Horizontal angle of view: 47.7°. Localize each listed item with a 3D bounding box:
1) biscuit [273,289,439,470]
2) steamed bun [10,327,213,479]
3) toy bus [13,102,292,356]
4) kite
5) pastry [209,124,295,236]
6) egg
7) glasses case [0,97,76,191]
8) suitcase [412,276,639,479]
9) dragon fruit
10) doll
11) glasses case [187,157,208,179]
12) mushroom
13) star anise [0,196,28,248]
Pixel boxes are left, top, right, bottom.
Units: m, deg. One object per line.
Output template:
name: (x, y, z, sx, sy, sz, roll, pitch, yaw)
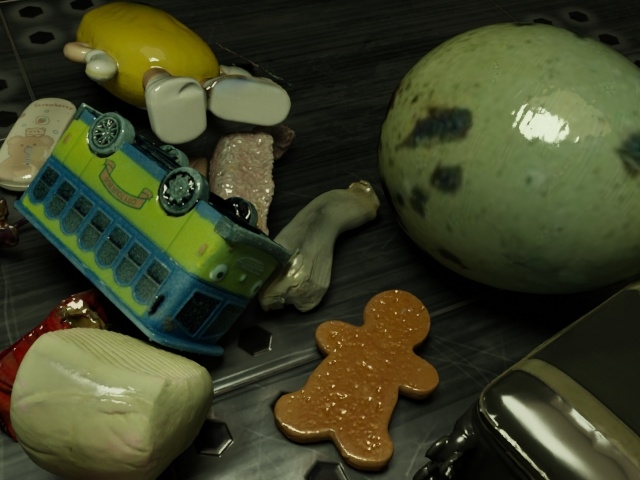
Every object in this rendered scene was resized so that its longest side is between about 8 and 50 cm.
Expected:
biscuit: (0.061, 0.161, 0.895, 0.166, 0.036, 0.250, 23, 52, 14)
steamed bun: (-0.209, 0.179, 0.731, 0.170, 0.239, 0.152, 18, 87, 6)
toy bus: (-0.209, -0.016, 0.898, 0.312, 0.152, 0.190, 36, 92, 28)
kite: (-0.121, -0.316, 1.300, 0.157, 0.011, 0.139, 26, 12, -16)
pastry: (-0.113, -0.088, 1.063, 0.112, 0.102, 0.265, 22, 39, -10)
egg: (0.270, -0.104, 0.943, 0.345, 0.345, 0.428, -28, 31, -29)
glasses case: (-0.437, -0.152, 1.119, 0.081, 0.051, 0.204, 5, 46, -1)
suitcase: (0.343, 0.206, 0.780, 0.434, 0.194, 0.283, -25, 55, -29)
dragon fruit: (-0.319, 0.141, 0.861, 0.092, 0.122, 0.192, 51, 46, -13)
doll: (-0.228, -0.270, 1.156, 0.348, 0.161, 0.423, 14, 21, -12)
glasses case: (-0.265, -0.090, 1.068, 0.194, 0.070, 0.102, 0, 48, -7)
mushroom: (-0.003, -0.001, 1.003, 0.096, 0.099, 0.278, 27, 46, 10)
star anise: (-0.435, -0.018, 0.974, 0.191, 0.070, 0.097, -27, 50, -4)
